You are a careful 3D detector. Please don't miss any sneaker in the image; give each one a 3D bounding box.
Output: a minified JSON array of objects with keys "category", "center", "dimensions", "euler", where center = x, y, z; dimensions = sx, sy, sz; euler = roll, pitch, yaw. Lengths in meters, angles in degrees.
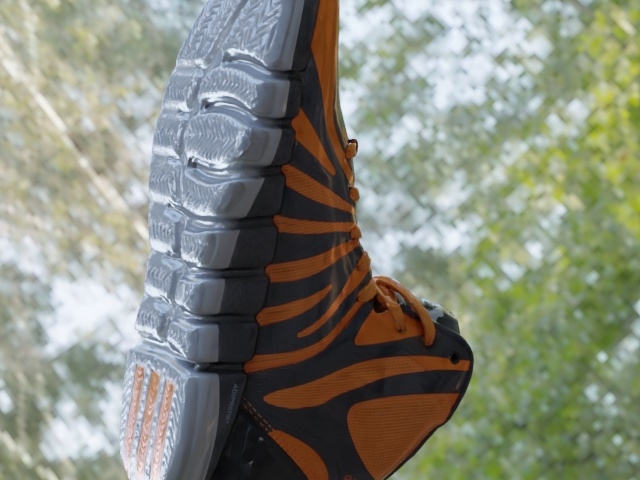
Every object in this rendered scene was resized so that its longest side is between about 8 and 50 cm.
[{"category":"sneaker","center":[0.000,0.000,1.075],"dimensions":[0.180,0.124,0.321],"euler":[7,-80,-28]}]
